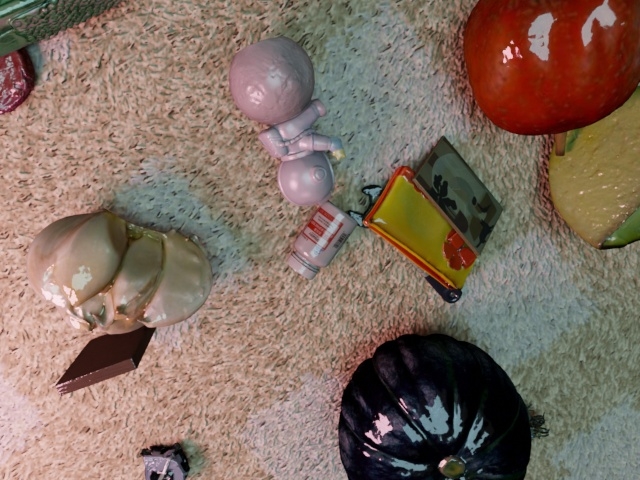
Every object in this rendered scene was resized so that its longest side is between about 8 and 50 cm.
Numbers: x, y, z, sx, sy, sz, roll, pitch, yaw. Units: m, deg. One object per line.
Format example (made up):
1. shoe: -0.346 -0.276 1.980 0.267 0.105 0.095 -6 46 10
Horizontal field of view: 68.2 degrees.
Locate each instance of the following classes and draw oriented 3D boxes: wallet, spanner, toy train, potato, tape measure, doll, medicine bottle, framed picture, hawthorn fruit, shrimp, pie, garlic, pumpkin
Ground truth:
1. wallet: 0.210 -0.023 0.902 0.241 0.067 0.141 35 80 -19
2. spanner: 0.177 0.020 0.948 0.087 0.024 0.316 -43 106 4
3. toy train: -0.433 -0.418 0.687 0.266 0.145 0.202 -31 104 -11
4. potato: 0.627 -0.159 0.901 0.280 0.213 0.330 6 125 -34
5. tape measure: -0.310 0.459 0.955 0.091 0.054 0.094 -9 101 0
6. doll: -0.053 -0.189 0.809 0.150 0.151 0.287 -21 107 -3
7. medicine bottle: 0.000 0.000 0.887 0.079 0.079 0.140 35 95 -14
8. framed picture: 0.269 -0.087 0.906 0.201 0.010 0.136 46 60 -15
9. hawthorn fruit: 0.399 -0.293 0.803 0.287 0.287 0.330 -21 118 -3
10. shrimp: 0.419 0.409 1.056 0.174 0.076 0.082 1 61 -4
11. pie: -0.547 -0.279 0.769 0.154 0.036 0.155 -2 102 -8
12. garlic: -0.343 0.072 0.799 0.281 0.203 0.184 25 138 -27
13. framed picture: -0.367 0.198 0.830 0.127 0.168 0.023 -20 105 -4
14. pumpkin: 0.206 0.360 0.899 0.363 0.266 0.364 -1 101 -6
